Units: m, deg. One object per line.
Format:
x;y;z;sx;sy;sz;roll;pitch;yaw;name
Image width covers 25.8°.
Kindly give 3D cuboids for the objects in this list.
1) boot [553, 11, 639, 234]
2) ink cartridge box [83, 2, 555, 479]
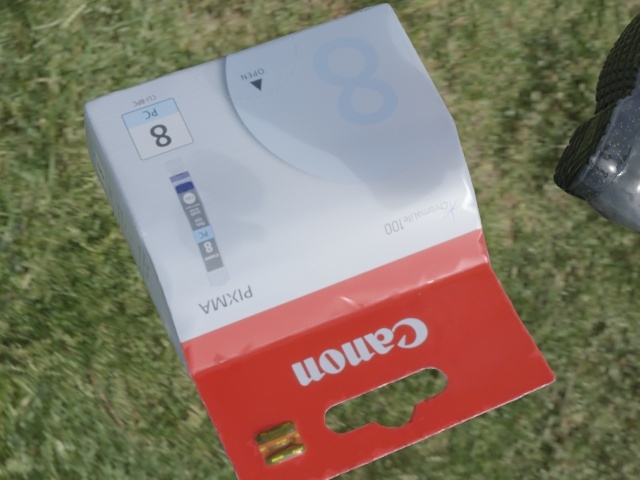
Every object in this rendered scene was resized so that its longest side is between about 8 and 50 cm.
0.298;-0.088;1.118;0.161;0.083;0.246;35;68;-11;boot
0.000;0.000;1.240;0.308;0.091;0.385;-20;68;-16;ink cartridge box
